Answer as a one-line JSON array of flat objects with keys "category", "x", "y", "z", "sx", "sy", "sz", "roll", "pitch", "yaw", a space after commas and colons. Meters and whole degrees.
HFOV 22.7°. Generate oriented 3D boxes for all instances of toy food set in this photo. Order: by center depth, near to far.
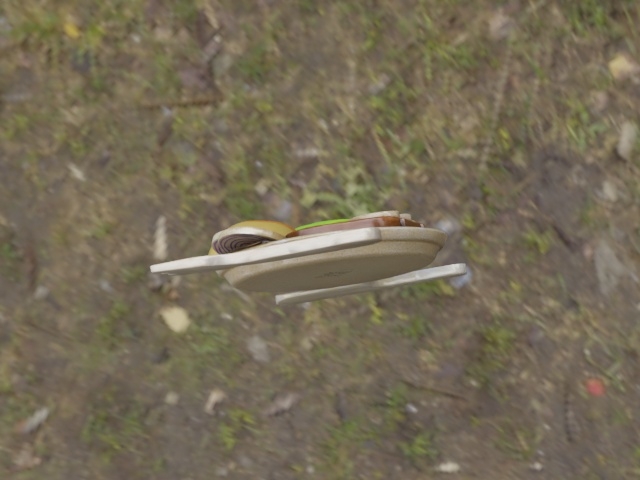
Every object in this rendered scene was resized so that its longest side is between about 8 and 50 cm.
[{"category": "toy food set", "x": 0.000, "y": 0.000, "z": 0.836, "sx": 0.132, "sy": 0.192, "sz": 0.038, "roll": -10, "pitch": 81, "yaw": 16}]
